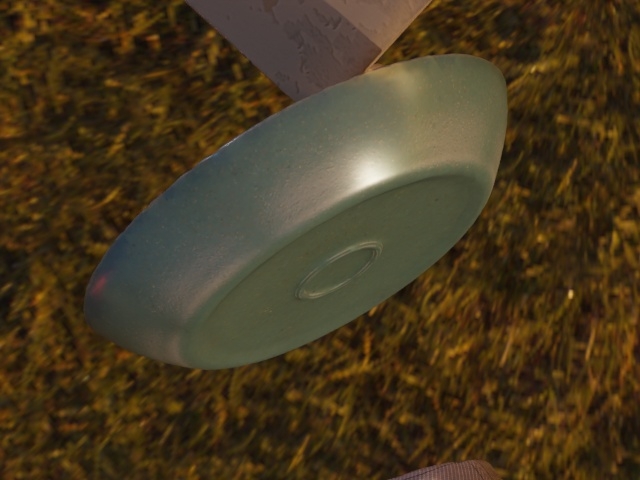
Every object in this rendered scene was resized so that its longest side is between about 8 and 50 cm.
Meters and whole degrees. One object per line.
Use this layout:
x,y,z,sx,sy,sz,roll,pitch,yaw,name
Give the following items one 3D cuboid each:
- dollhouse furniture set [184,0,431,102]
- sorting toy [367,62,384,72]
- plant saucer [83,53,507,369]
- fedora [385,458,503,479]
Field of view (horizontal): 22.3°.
0.078,-0.244,0.527,0.362,0.256,0.394,42,97,-6,dollhouse furniture set
-0.059,-0.183,1.231,0.229,0.307,0.041,41,90,-4,sorting toy
0.000,0.000,0.400,0.119,0.119,0.021,-37,70,14,plant saucer
0.065,0.260,1.264,0.275,0.243,0.124,-47,63,35,fedora
